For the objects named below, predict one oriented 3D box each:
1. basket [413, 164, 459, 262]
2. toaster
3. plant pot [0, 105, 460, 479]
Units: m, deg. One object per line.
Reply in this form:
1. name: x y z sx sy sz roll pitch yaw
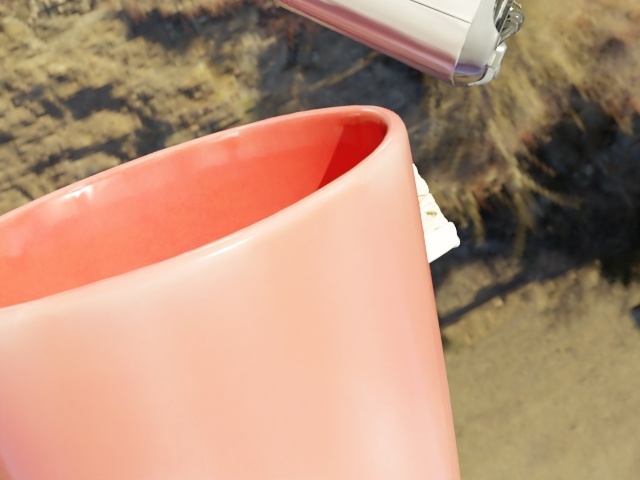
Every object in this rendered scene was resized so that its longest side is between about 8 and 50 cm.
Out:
1. basket: 0.000 0.000 0.991 0.167 0.103 0.113 -27 -178 -21
2. toaster: 0.052 -0.169 0.751 0.227 0.146 0.129 -35 148 -78
3. plant pot: -0.051 0.091 0.661 0.275 0.243 0.275 -17 -166 5
